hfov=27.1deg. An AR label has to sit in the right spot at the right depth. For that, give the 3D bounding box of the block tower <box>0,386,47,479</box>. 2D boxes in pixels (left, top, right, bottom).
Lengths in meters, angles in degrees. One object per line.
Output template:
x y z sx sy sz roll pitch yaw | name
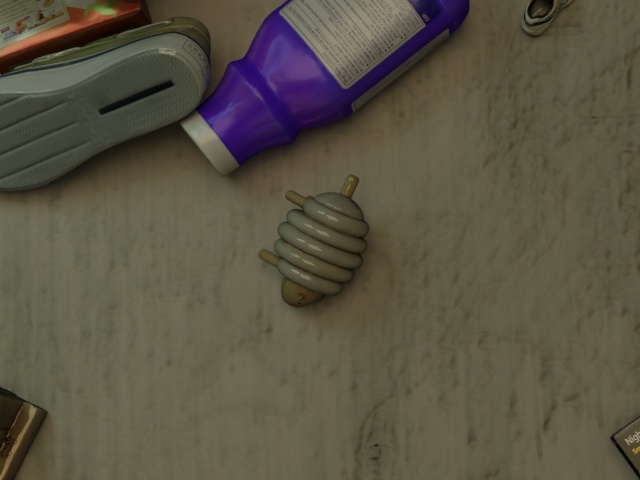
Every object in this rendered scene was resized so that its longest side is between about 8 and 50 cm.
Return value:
-0.424 0.118 1.217 0.335 0.097 0.091 25 83 10 | block tower

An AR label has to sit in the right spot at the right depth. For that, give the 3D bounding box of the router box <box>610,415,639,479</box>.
0.359 0.172 1.133 0.179 0.046 0.133 -35 76 -1 | router box

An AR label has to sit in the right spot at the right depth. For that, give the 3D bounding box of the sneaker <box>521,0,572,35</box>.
0.218 -0.230 1.239 0.032 0.037 0.083 31 82 14 | sneaker

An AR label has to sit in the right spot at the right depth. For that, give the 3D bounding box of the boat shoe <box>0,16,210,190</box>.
-0.233 -0.127 1.247 0.302 0.094 0.109 -14 117 17 | boat shoe

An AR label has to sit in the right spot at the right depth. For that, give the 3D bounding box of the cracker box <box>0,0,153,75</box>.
-0.272 -0.291 1.296 0.156 0.067 0.232 -19 78 2 | cracker box

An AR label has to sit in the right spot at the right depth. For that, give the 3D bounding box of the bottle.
0.000 -0.170 1.224 0.283 0.092 0.118 -39 78 -2 | bottle

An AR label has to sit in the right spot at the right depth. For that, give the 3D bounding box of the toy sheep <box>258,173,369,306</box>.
0.000 0.000 1.194 0.091 0.091 0.132 24 101 11 | toy sheep
